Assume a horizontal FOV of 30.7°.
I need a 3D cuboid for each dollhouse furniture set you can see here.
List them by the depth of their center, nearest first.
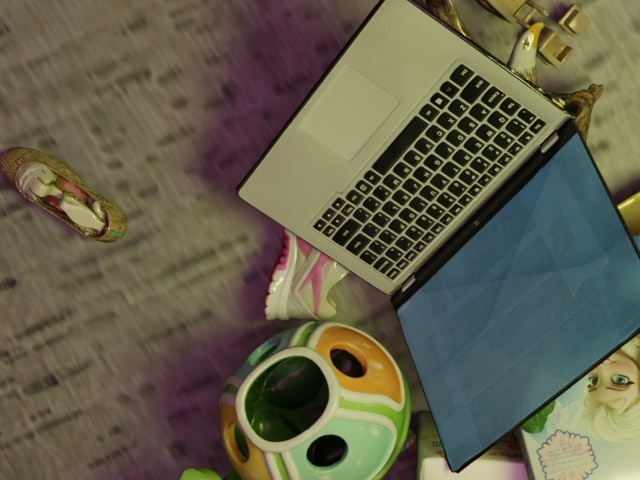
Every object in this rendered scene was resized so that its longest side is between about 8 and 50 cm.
[{"bbox_3d":[0.313,-0.355,1.564,0.161,0.101,0.182,38,98,-26],"label":"dollhouse furniture set"}]

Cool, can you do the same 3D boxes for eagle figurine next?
[{"bbox_3d":[0.212,-0.201,1.502,0.298,0.226,0.225,21,97,1],"label":"eagle figurine"}]

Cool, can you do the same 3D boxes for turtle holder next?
[{"bbox_3d":[-0.045,0.235,1.547,0.320,0.227,0.243,-13,71,12],"label":"turtle holder"}]

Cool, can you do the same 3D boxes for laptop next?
[{"bbox_3d":[0.123,0.000,1.367,0.407,0.236,0.382,34,130,-10],"label":"laptop"}]

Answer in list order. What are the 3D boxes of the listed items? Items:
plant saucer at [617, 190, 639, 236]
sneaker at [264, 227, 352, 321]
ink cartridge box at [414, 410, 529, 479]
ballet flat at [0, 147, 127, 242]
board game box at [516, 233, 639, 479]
[{"bbox_3d":[0.419,0.131,1.604,0.332,0.081,0.333,-32,94,6],"label":"plant saucer"},{"bbox_3d":[0.000,0.000,1.613,0.111,0.103,0.252,14,104,-2],"label":"sneaker"},{"bbox_3d":[0.213,0.340,1.566,0.171,0.233,0.168,2,97,3],"label":"ink cartridge box"},{"bbox_3d":[-0.365,-0.065,1.637,0.206,0.067,0.073,30,98,0],"label":"ballet flat"},{"bbox_3d":[0.385,0.153,1.449,0.318,0.066,0.318,-13,64,1],"label":"board game box"}]
